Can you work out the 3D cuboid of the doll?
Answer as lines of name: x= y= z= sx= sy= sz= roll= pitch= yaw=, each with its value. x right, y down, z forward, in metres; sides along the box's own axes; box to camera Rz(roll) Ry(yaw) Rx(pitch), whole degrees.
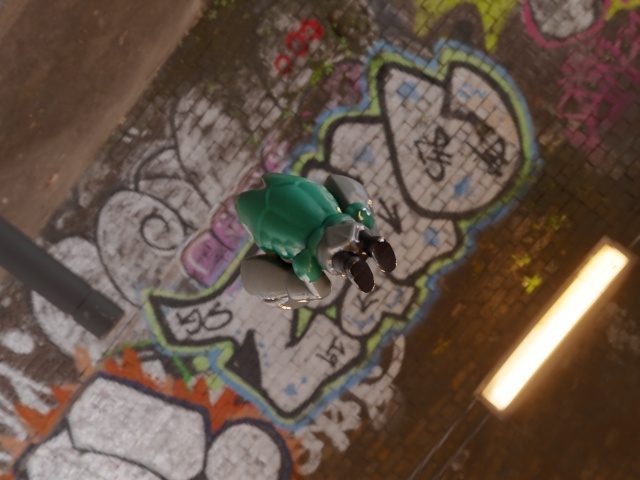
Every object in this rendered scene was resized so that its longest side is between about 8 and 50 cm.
doll: x=-0.018 y=0.010 z=0.872 sx=0.194 sy=0.153 sz=0.258 roll=-23 pitch=-146 yaw=5
